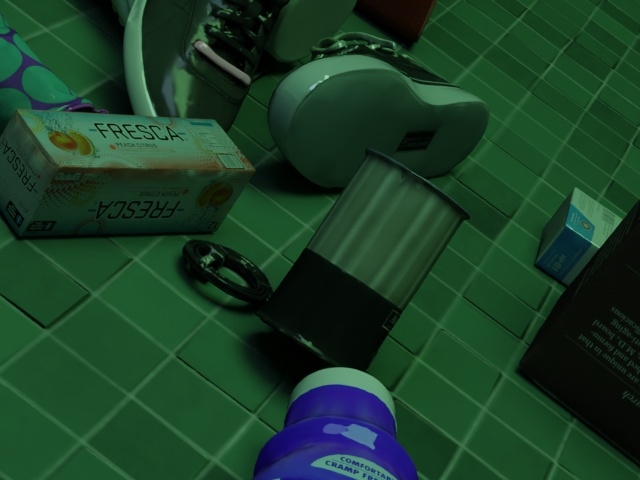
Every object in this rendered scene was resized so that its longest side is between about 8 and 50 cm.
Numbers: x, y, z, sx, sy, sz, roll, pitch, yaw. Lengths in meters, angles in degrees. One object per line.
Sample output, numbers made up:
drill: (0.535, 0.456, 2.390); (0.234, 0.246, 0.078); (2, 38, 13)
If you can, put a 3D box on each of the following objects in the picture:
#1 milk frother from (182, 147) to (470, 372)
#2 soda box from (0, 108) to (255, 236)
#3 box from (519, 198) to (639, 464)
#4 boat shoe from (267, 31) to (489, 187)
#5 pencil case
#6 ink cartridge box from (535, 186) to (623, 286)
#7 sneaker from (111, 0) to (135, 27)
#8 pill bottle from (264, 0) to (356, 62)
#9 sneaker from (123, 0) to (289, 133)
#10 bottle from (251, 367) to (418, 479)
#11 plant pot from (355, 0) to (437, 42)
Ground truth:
milk frother: (0.000, 0.000, 1.078); (0.143, 0.134, 0.129); (34, -4, -7)
soda box: (-0.132, -0.044, 1.080); (0.183, 0.063, 0.058); (-1, 43, -50)
box: (0.292, 0.050, 1.249); (0.167, 0.203, 0.168); (38, 28, 5)
boat shoe: (0.032, -0.118, 1.332); (0.105, 0.113, 0.306); (40, 24, 24)
pencil case: (-0.217, -0.117, 1.099); (0.070, 0.064, 0.151); (-26, 63, -38)
ink cartridge box: (0.256, 0.020, 1.423); (0.122, 0.052, 0.088); (33, 28, -1)
sneaker: (-0.159, -0.234, 1.335); (0.106, 0.123, 0.290); (4, 62, -49)
pill bottle: (-0.078, -0.267, 1.421); (0.229, 0.131, 0.131); (46, 29, 20)
sneaker: (-0.052, -0.190, 1.216); (0.104, 0.147, 0.295); (37, 49, -36)
bottle: (0.005, 0.173, 0.855); (0.118, 0.092, 0.283); (28, 28, -11)
plant pot: (0.058, -0.403, 1.676); (0.236, 0.267, 0.267); (23, 28, 1)
